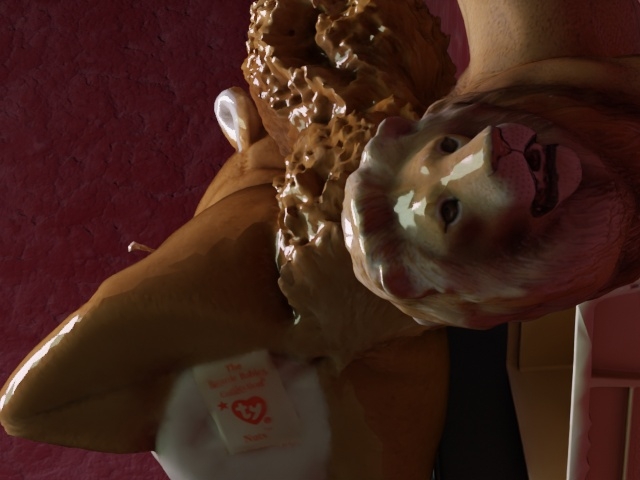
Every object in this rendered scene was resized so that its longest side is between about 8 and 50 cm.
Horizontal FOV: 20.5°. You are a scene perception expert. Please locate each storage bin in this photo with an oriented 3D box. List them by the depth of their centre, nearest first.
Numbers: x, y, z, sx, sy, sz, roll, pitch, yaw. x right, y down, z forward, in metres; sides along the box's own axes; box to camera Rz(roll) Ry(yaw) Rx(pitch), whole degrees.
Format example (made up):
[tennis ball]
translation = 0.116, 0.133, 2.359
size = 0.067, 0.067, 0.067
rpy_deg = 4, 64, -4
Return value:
[storage bin]
translation = 0.191, 0.049, 1.083
size = 0.262, 0.123, 0.260
rpy_deg = -92, 0, -58

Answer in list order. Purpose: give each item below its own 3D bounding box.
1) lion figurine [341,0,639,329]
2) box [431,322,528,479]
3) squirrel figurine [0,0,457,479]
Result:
[lion figurine]
translation = 0.127, -0.111, 0.932
size = 0.392, 0.240, 0.142
rpy_deg = -92, 0, -46
[box]
translation = 0.165, 0.222, 1.337
size = 0.296, 0.183, 0.294
rpy_deg = -91, -1, -53
[squirrel figurine]
translation = 0.000, 0.000, 1.263
size = 0.397, 0.281, 0.370
rpy_deg = -55, 9, 27
